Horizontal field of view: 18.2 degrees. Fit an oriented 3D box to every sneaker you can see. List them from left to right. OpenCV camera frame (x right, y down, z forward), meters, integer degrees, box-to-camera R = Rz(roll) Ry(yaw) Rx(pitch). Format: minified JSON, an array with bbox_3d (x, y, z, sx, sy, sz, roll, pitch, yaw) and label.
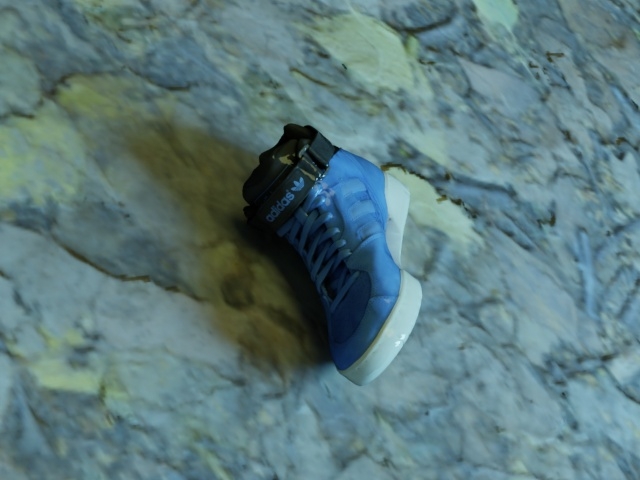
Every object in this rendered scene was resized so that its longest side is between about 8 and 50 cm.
[{"bbox_3d":[-0.001,0.001,0.935,0.084,0.058,0.152,32,31,-19],"label":"sneaker"}]
